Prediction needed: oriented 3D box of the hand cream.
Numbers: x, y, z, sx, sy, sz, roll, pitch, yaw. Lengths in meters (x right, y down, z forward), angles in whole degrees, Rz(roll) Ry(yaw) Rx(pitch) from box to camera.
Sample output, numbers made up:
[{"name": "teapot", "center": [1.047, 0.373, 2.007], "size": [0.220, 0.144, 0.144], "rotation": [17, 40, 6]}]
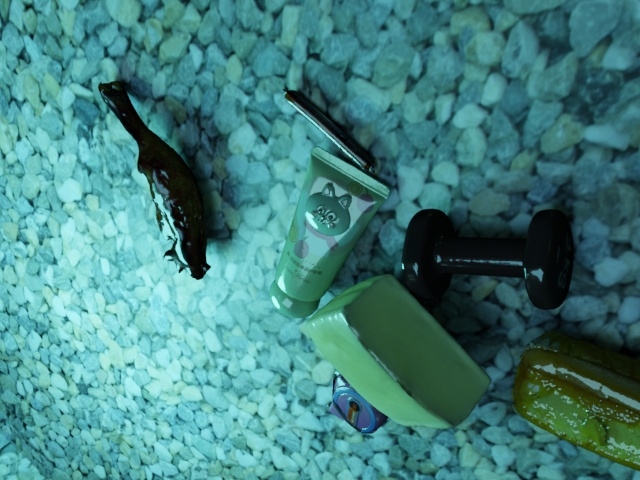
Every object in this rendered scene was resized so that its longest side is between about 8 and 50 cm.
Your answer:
[{"name": "hand cream", "center": [0.000, 0.000, 1.273], "size": [0.147, 0.093, 0.306], "rotation": [32, 122, 13]}]

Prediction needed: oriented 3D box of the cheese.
[{"name": "cheese", "center": [0.111, 0.181, 1.202], "size": [0.242, 0.124, 0.265], "rotation": [50, 162, 0]}]

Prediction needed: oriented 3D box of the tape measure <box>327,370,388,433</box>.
[{"name": "tape measure", "center": [0.074, 0.295, 1.402], "size": [0.125, 0.074, 0.118], "rotation": [30, 136, 22]}]

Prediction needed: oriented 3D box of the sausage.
[{"name": "sausage", "center": [0.013, -0.174, 1.185], "size": [0.198, 0.025, 0.028], "rotation": [42, 160, 6]}]

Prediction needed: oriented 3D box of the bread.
[{"name": "bread", "center": [0.429, 0.235, 1.092], "size": [0.288, 0.119, 0.152], "rotation": [20, 123, 23]}]

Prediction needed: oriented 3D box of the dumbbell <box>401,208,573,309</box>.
[{"name": "dumbbell", "center": [0.238, 0.023, 1.076], "size": [0.225, 0.140, 0.124], "rotation": [3, 162, 34]}]

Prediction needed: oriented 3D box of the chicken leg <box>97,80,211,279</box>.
[{"name": "chicken leg", "center": [-0.291, -0.114, 1.394], "size": [0.158, 0.096, 0.407], "rotation": [-1, 116, 57]}]
